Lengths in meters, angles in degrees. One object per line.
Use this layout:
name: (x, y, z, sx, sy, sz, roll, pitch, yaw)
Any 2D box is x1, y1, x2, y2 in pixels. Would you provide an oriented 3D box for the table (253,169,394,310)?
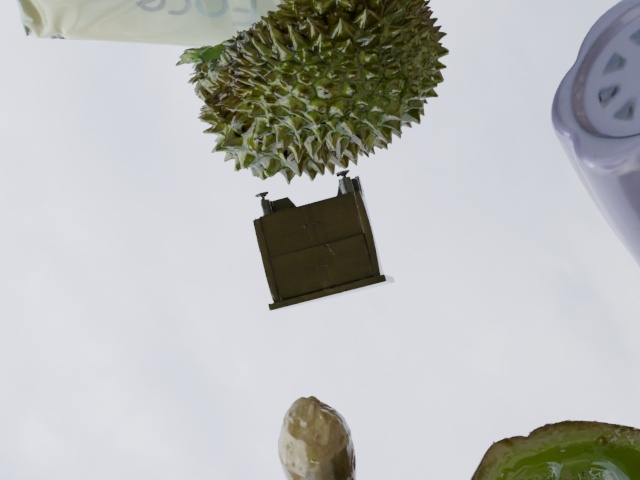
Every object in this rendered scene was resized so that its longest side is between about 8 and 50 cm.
table: (0.000, 0.000, 0.932, 0.070, 0.083, 0.082, 16, -120, -81)

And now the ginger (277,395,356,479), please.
ginger: (-0.020, 0.211, 0.931, 0.133, 0.059, 0.214, -26, -48, -33)

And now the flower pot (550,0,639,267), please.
flower pot: (0.325, -0.078, 1.048, 0.243, 0.265, 0.265, 38, -141, -31)

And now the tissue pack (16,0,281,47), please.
tissue pack: (-0.098, -0.366, 1.391, 0.205, 0.404, 0.332, 92, -178, -48)

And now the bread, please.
bread: (0.193, 0.230, 0.965, 0.236, 0.236, 0.070, -72, -32, -50)

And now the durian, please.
durian: (-0.002, -0.148, 1.170, 0.200, 0.236, 0.177, 9, -114, -61)
